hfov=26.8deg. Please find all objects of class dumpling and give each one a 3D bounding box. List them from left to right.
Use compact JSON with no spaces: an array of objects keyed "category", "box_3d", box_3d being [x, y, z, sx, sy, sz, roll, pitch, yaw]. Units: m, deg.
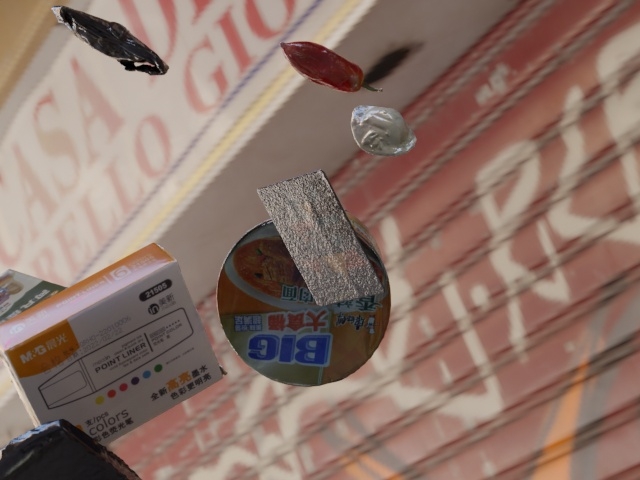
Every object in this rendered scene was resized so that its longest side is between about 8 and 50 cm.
[{"category":"dumpling","box_3d":[0.076,-0.136,1.668,0.052,0.076,0.057,-24,25,39]}]

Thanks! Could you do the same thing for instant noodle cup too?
[{"category":"instant noodle cup","box_3d":[-0.017,0.073,2.245,0.296,0.296,0.214,-27,9,11]}]

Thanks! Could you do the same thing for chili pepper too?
[{"category":"chili pepper","box_3d":[0.013,-0.268,2.106,0.191,0.050,0.059,23,-73,-27]}]

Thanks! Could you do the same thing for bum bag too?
[{"category":"bum bag","box_3d":[-0.390,-0.374,2.498,0.248,0.102,0.069,31,-77,-26]}]

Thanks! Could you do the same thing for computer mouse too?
[{"category":"computer mouse","box_3d":[-0.330,0.343,1.781,0.168,0.087,0.295,-38,-55,-2]}]

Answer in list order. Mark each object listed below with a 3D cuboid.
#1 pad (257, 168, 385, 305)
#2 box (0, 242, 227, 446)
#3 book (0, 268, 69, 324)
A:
[{"category":"pad","box_3d":[0.000,0.000,1.999,0.143,0.211,0.003,-15,20,42]},{"category":"box","box_3d":[-0.295,0.160,1.875,0.274,0.091,0.220,-30,-60,-15]},{"category":"book","box_3d":[-0.530,0.127,2.177,0.202,0.027,0.264,-38,25,-23]}]
